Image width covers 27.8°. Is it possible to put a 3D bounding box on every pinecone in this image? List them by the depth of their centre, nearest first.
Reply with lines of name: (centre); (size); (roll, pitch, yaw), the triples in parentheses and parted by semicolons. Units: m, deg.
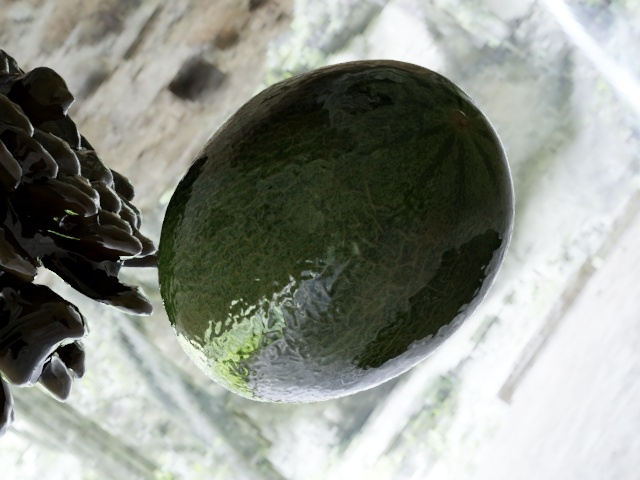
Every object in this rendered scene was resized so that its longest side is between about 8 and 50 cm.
pinecone: (-0.327, -0.018, 0.932); (0.397, 0.398, 0.398); (-55, -2, -3)

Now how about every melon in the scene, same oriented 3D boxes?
melon: (0.000, 0.000, 0.476); (0.167, 0.114, 0.114); (-41, 10, 51)
